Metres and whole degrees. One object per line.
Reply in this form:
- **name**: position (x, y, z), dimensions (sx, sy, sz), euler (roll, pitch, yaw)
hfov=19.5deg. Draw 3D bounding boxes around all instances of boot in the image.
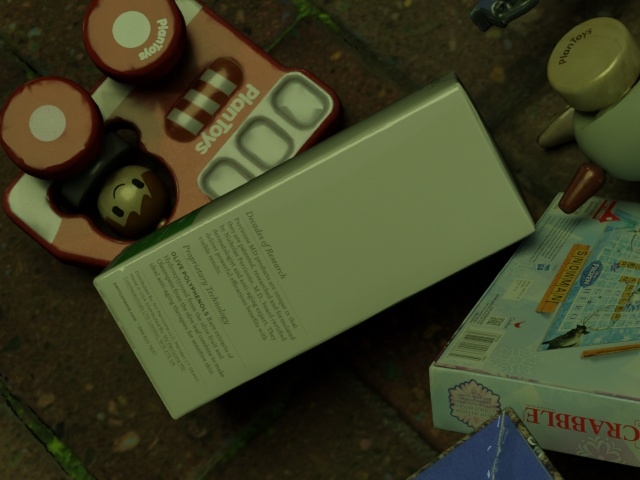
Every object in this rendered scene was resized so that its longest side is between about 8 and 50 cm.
- **boot**: position (0.273, -0.100, 1.753), dimensions (0.118, 0.042, 0.087), euler (-39, 66, 8)

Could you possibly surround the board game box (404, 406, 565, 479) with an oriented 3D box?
- **board game box**: position (0.128, 0.297, 1.461), dimensions (0.232, 0.291, 0.141), euler (-36, 56, 2)

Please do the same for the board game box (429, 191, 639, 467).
- **board game box**: position (0.296, 0.075, 1.540), dimensions (0.318, 0.066, 0.318), euler (9, 32, 25)

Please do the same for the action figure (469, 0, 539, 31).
- **action figure**: position (0.310, -0.279, 1.769), dimensions (0.341, 0.178, 0.330), euler (-48, 52, -3)

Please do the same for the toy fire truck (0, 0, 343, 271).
- **toy fire truck**: position (-0.158, -0.092, 1.855), dimensions (0.254, 0.169, 0.302), euler (38, 83, 13)

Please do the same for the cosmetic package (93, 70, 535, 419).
- **cosmetic package**: position (0.000, 0.000, 1.694), dimensions (0.365, 0.197, 0.155), euler (-29, 96, 5)

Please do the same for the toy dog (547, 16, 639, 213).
- **toy dog**: position (0.314, -0.078, 1.559), dimensions (0.161, 0.220, 0.334), euler (-63, 20, -11)
